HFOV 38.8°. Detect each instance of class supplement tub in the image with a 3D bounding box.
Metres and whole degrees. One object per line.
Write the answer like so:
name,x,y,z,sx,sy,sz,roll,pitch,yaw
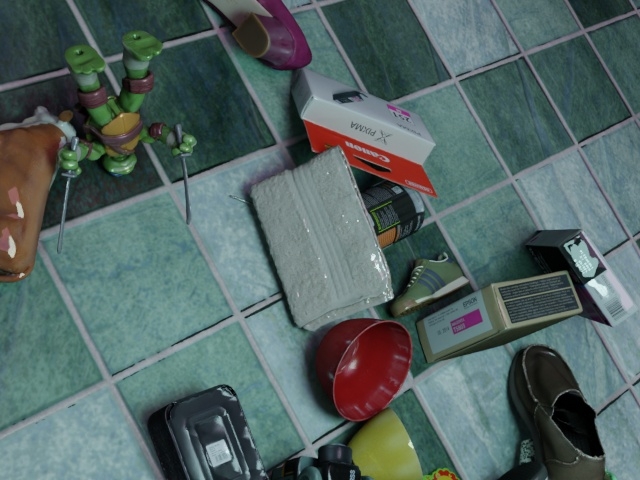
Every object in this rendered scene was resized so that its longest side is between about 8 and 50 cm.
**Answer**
supplement tub,0.089,-0.035,1.657,0.190,0.117,0.117,-25,84,-36

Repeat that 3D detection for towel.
towel,0.000,0.000,1.553,0.282,0.187,0.049,69,15,8

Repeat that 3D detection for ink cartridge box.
ink cartridge box,0.320,0.139,1.648,0.193,0.234,0.088,-7,73,-33
ink cartridge box,0.489,0.063,1.760,0.069,0.371,0.176,-35,90,3
ink cartridge box,0.091,-0.204,1.698,0.275,0.060,0.239,18,28,-23

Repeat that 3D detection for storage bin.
storage bin,-0.170,0.322,1.372,0.122,0.084,0.180,-15,78,-35

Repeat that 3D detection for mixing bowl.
mixing bowl,0.057,0.202,1.529,0.181,0.098,0.181,-20,121,-37

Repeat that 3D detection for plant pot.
plant pot,0.096,0.357,1.502,0.095,0.134,0.134,-22,81,-11

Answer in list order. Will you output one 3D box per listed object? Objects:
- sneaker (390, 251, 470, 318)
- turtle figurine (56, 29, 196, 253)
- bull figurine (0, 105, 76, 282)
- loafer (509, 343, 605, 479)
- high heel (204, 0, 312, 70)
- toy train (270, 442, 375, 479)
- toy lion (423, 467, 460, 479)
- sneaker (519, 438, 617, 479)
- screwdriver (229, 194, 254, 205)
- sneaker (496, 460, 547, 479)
sneaker,0.190,0.078,1.707,0.192,0.064,0.086,-19,73,-35
turtle figurine,-0.289,-0.156,1.368,0.197,0.266,0.275,4,47,-2
bull figurine,-0.477,-0.092,1.357,0.188,0.101,0.310,14,61,-21
loafer,0.447,0.309,1.643,0.133,0.130,0.366,11,35,-13
high heel,-0.153,-0.482,1.737,0.181,0.127,0.377,-3,64,-62
toy train,-0.007,0.472,1.339,0.142,0.190,0.334,15,64,-25
toy lion,0.204,0.439,1.580,0.100,0.034,0.096,28,51,-18
sneaker,0.524,0.473,1.690,0.410,0.158,0.182,25,51,-22
screwdriver,-0.085,-0.051,1.626,0.170,0.025,0.024,17,62,-14
sneaker,0.314,0.510,1.534,0.270,0.090,0.145,-43,98,-8
